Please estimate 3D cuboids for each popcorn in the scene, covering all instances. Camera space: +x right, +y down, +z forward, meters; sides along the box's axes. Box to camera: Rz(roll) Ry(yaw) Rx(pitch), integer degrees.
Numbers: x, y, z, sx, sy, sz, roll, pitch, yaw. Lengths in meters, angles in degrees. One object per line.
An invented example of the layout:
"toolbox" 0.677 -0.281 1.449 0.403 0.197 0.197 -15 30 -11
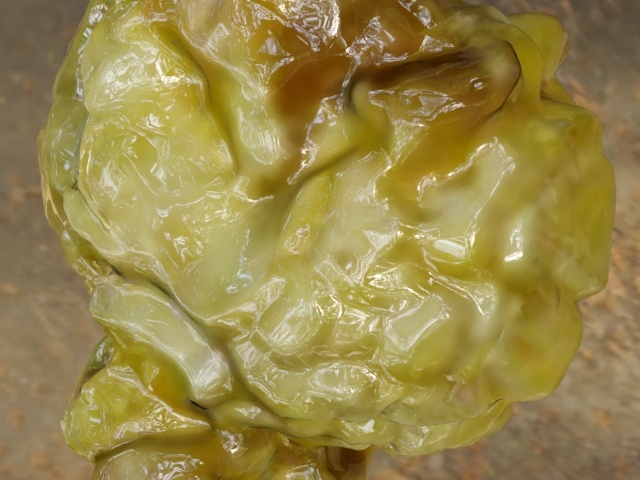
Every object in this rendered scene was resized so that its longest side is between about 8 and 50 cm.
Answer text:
"popcorn" 0.000 0.000 0.866 0.265 0.225 0.332 11 82 12
